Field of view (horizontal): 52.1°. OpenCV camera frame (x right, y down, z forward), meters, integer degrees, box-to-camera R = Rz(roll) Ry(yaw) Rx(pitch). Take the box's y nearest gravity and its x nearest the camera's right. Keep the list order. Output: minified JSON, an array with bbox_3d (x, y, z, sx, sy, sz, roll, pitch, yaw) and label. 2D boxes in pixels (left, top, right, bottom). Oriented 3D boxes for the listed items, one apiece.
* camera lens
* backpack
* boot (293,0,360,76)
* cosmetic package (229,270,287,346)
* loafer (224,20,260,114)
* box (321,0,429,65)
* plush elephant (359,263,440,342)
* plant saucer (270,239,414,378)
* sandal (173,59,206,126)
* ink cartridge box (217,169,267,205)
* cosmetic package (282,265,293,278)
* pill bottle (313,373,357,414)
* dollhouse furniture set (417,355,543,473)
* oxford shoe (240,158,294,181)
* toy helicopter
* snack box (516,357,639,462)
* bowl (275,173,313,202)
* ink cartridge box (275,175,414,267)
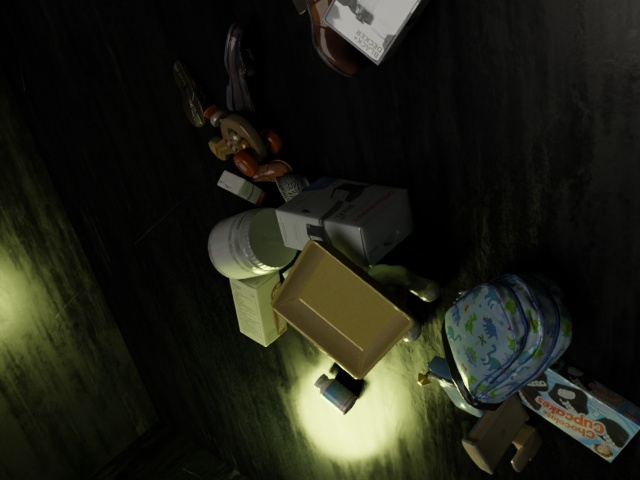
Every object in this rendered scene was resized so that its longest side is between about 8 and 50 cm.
[{"bbox_3d":[-0.230,0.012,2.196,0.274,0.219,0.219,-13,110,52],"label":"camera lens"},{"bbox_3d":[0.452,0.227,1.618,0.355,0.273,0.290,-39,50,41],"label":"backpack"},{"bbox_3d":[0.091,-0.545,1.512,0.280,0.096,0.264,-20,97,45],"label":"boot"},{"bbox_3d":[-0.231,0.233,2.466,0.153,0.129,0.296,26,138,33],"label":"cosmetic package"},{"bbox_3d":[-0.211,-0.484,1.870,0.095,0.109,0.302,22,145,9],"label":"loafer"},{"bbox_3d":[0.147,-0.534,1.367,0.169,0.087,0.290,40,133,1],"label":"box"},{"bbox_3d":[0.142,0.182,1.905,0.330,0.255,0.272,41,143,15],"label":"plush elephant"},{"bbox_3d":[0.060,0.173,1.742,0.333,0.081,0.333,38,136,6],"label":"plant saucer"},{"bbox_3d":[-0.412,-0.478,2.121,0.090,0.060,0.219,-26,86,48],"label":"sandal"},{"bbox_3d":[-0.255,-0.171,2.145,0.099,0.056,0.135,26,179,30],"label":"ink cartridge box"},{"bbox_3d":[-0.018,0.128,2.201,0.239,0.060,0.099,-9,115,50],"label":"cosmetic package"},{"bbox_3d":[0.054,0.580,2.487,0.160,0.087,0.087,37,142,20],"label":"pill bottle"},{"bbox_3d":[0.426,0.528,1.908,0.303,0.198,0.286,14,144,52],"label":"dollhouse furniture set"},{"bbox_3d":[-0.168,-0.209,2.065,0.212,0.076,0.076,3,120,44],"label":"oxford shoe"},{"bbox_3d":[-0.286,-0.318,2.048,0.235,0.140,0.355,49,160,-18],"label":"toy helicopter"},{"bbox_3d":[0.657,0.421,1.717,0.322,0.060,0.187,33,141,24],"label":"snack box"},{"bbox_3d":[-0.055,-0.142,1.970,0.080,0.170,0.170,-32,97,10],"label":"bowl"},{"bbox_3d":[0.067,-0.060,1.807,0.307,0.223,0.129,14,129,40],"label":"ink cartridge box"}]
